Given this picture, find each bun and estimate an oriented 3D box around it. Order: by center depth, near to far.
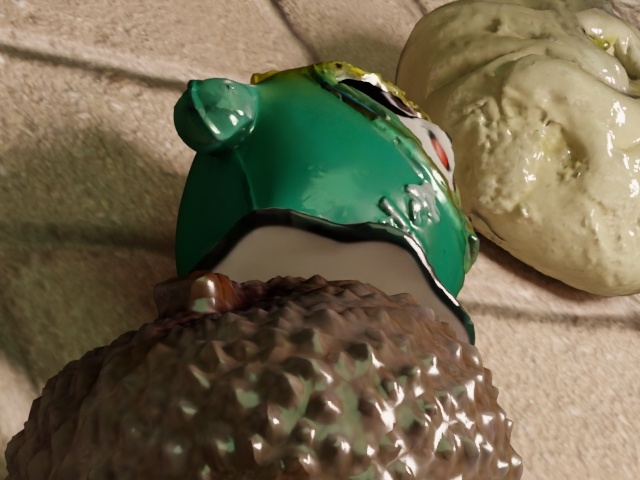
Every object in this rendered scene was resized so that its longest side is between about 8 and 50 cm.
[{"bbox_3d":[0.247,-0.121,1.649,0.359,0.211,0.360,27,30,-17],"label":"bun"}]

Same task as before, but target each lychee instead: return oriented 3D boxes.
[{"bbox_3d":[-0.032,0.151,0.897,0.300,0.300,0.300,26,30,-16],"label":"lychee"}]

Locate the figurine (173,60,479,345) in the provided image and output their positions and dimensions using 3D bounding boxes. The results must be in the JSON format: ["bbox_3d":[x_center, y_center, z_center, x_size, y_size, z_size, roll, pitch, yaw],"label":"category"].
[{"bbox_3d":[0.000,0.000,1.221,0.324,0.231,0.340,54,15,-18],"label":"figurine"}]
